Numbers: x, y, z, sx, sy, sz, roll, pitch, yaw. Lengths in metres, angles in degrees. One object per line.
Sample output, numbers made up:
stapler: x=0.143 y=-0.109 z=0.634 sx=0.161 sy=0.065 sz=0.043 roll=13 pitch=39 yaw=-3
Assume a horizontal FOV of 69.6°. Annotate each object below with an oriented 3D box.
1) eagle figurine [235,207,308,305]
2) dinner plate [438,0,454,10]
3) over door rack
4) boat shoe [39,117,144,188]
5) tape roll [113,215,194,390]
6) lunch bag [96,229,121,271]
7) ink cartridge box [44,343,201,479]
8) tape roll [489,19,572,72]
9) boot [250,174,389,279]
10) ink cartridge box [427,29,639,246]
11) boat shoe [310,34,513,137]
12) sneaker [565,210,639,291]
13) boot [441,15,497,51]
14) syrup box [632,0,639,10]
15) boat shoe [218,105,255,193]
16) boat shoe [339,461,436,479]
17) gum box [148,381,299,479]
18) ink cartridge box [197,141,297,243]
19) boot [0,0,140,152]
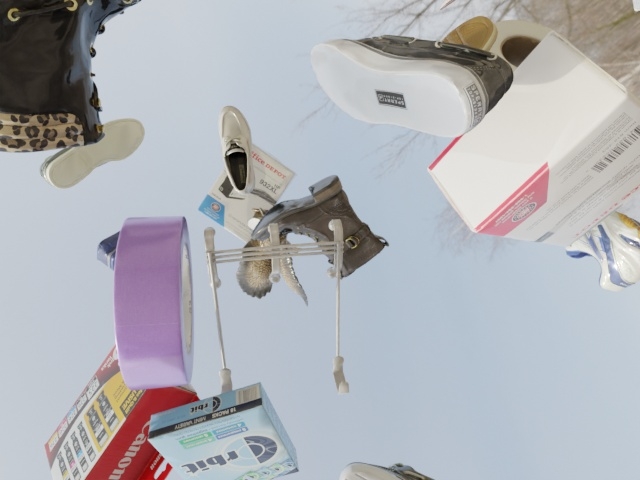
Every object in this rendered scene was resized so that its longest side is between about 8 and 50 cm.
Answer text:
eagle figurine: x=-0.136 y=0.054 z=1.435 sx=0.224 sy=0.226 sz=0.299 roll=6 pitch=-89 yaw=-19
dinner plate: x=0.339 y=-0.598 z=1.092 sx=0.017 sy=0.141 sz=0.141 roll=54 pitch=-139 yaw=-8
over door rack: x=-0.077 y=0.123 z=0.830 sx=0.239 sy=0.325 sz=0.108 roll=-4 pitch=-165 yaw=-8
boat shoe: x=-0.655 y=-0.263 z=1.324 sx=0.098 sy=0.116 sz=0.319 roll=16 pitch=-132 yaw=34
tape roll: x=-0.261 y=0.098 z=0.754 sx=0.090 sy=0.275 sz=0.275 roll=-2 pitch=-124 yaw=-12
lunch bag: x=-0.460 y=0.024 z=1.072 sx=0.065 sy=0.067 sz=0.098 roll=35 pitch=-137 yaw=10
ink cartridge box: x=-0.425 y=0.409 z=0.998 sx=0.271 sy=0.310 sz=0.130 roll=28 pitch=173 yaw=46
tape roll: x=0.482 y=-0.400 z=1.146 sx=0.245 sy=0.169 sz=0.247 roll=1 pitch=-120 yaw=-2
boot: x=0.000 y=0.000 z=1.050 sx=0.229 sy=0.262 sz=0.091 roll=57 pitch=-167 yaw=-23
ink cartridge box: x=0.263 y=-0.088 z=0.501 sx=0.237 sy=0.172 sz=0.100 roll=5 pitch=-134 yaw=-41
boat shoe: x=0.077 y=-0.161 z=0.438 sx=0.076 sy=0.080 sz=0.228 roll=-35 pitch=-143 yaw=-17
sneaker: x=0.510 y=-0.036 z=0.896 sx=0.111 sy=0.131 sz=0.297 roll=13 pitch=-141 yaw=-33
boot: x=0.320 y=-0.339 z=0.999 sx=0.203 sy=0.262 sz=0.095 roll=2 pitch=-130 yaw=-35
syrup box: x=0.621 y=-0.558 z=0.827 sx=0.093 sy=0.096 sz=0.237 roll=-21 pitch=-77 yaw=-13
boat shoe: x=-0.253 y=-0.270 z=1.369 sx=0.096 sy=0.088 sz=0.268 roll=-6 pitch=-84 yaw=-1
boat shoe: x=0.181 y=0.584 z=1.066 sx=0.335 sy=0.121 sz=0.119 roll=34 pitch=-162 yaw=-15
gum box: x=-0.130 y=0.293 z=0.660 sx=0.156 sy=0.185 sz=0.041 roll=-17 pitch=-144 yaw=0
ink cartridge box: x=-0.260 y=-0.180 z=1.669 sx=0.223 sy=0.308 sz=0.129 roll=34 pitch=-174 yaw=-5
boot: x=-0.361 y=-0.304 z=0.695 sx=0.138 sy=0.285 sz=0.377 roll=22 pitch=-149 yaw=13
